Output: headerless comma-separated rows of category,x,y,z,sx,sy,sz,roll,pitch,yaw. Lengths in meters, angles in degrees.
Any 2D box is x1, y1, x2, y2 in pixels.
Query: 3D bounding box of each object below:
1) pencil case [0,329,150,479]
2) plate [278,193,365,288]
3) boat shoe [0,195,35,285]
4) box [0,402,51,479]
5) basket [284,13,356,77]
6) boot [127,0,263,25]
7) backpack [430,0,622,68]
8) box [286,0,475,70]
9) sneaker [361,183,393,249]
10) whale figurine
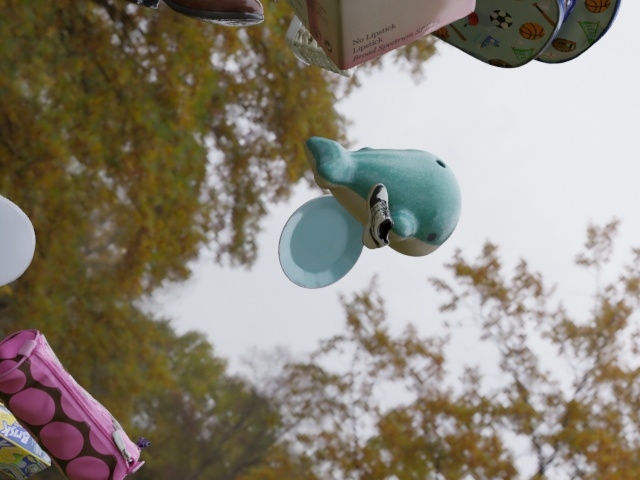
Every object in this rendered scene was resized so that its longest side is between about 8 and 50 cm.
pencil case,-0.296,0.198,1.317,0.098,0.095,0.209,-12,-58,52
plate,0.000,0.000,2.119,0.024,0.188,0.188,37,-26,53
boat shoe,-0.361,-0.023,0.979,0.084,0.095,0.258,21,-3,36
box,-0.442,0.260,1.541,0.169,0.059,0.054,46,22,-40
basket,0.018,-0.354,1.936,0.103,0.113,0.167,23,0,9
boot,-0.179,-0.478,1.728,0.264,0.280,0.096,18,8,23
backpack,0.243,-0.336,1.366,0.263,0.213,0.276,23,-23,-3
box,0.046,-0.284,0.965,0.127,0.149,0.232,57,-14,29
sneaker,0.077,-0.030,1.402,0.037,0.032,0.083,-3,-102,49
whale figurine,0.104,-0.089,1.734,0.272,0.141,0.216,28,27,-32
